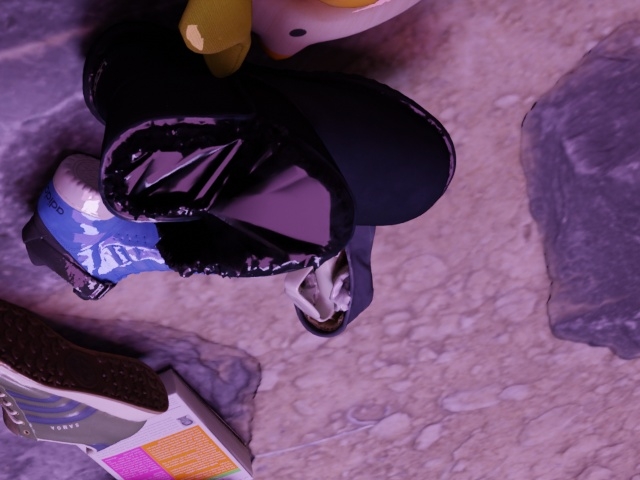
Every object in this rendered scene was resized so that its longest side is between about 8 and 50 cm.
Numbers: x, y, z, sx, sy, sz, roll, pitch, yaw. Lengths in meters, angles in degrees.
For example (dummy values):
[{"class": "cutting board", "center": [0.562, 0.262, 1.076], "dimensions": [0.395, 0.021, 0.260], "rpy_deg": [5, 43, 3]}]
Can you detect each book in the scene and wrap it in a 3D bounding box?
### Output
[{"class": "book", "center": [-0.127, 0.163, 1.189], "dimensions": [0.096, 0.035, 0.144], "rpy_deg": [-23, 141, 10]}]

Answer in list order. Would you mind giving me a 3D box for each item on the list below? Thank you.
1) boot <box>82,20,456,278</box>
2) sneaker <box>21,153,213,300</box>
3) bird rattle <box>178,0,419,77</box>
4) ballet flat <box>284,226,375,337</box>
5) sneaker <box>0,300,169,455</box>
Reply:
[{"class": "boot", "center": [-0.013, -0.035, 0.821], "dimensions": [0.246, 0.207, 0.094], "rpy_deg": [18, 108, -21]}, {"class": "sneaker", "center": [-0.121, 0.005, 0.977], "dimensions": [0.152, 0.058, 0.084], "rpy_deg": [20, 122, -33]}, {"class": "bird rattle", "center": [0.013, -0.191, 0.788], "dimensions": [0.253, 0.143, 0.207], "rpy_deg": [-34, 153, -2]}, {"class": "ballet flat", "center": [0.000, 0.000, 1.004], "dimensions": [0.074, 0.074, 0.203], "rpy_deg": [-15, 144, -5]}, {"class": "sneaker", "center": [-0.204, 0.107, 1.059], "dimensions": [0.086, 0.064, 0.192], "rpy_deg": [-40, 135, 25]}]
